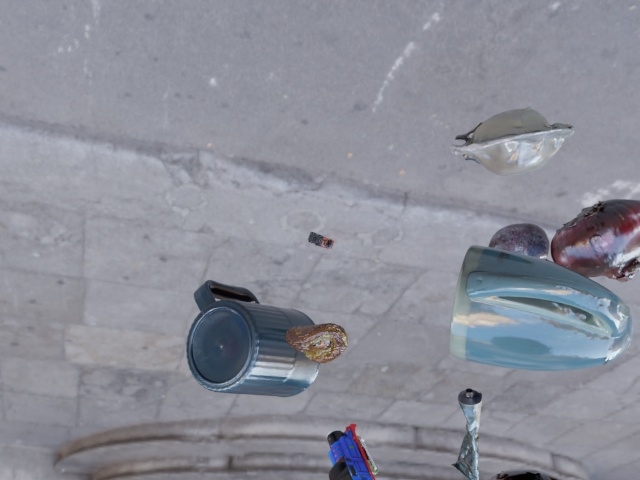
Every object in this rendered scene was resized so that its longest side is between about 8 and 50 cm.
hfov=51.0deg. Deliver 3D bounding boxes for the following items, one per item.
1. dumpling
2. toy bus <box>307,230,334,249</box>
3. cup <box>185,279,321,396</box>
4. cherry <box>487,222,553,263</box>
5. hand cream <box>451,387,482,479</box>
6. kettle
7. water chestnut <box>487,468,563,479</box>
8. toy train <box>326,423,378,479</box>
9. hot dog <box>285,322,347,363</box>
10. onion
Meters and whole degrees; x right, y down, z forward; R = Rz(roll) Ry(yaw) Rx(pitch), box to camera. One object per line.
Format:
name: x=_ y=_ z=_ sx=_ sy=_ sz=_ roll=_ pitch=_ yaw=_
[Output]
dumpling: x=0.462 y=-0.218 z=1.601 sx=0.293 sy=0.204 sz=0.163 roll=-9 pitch=122 yaw=5
toy bus: x=0.000 y=0.000 z=1.774 sx=0.043 sy=0.031 sz=0.110 roll=18 pitch=-177 yaw=-23
cup: x=-0.172 y=0.249 z=1.731 sx=0.242 sy=0.307 sz=0.292 roll=-12 pitch=163 yaw=29
cherry: x=0.627 y=0.032 z=2.128 sx=0.195 sy=0.195 sz=0.195 roll=0 pitch=149 yaw=0
hand cream: x=0.312 y=0.416 z=1.430 sx=0.052 sy=0.075 sz=0.247 roll=-6 pitch=118 yaw=-7
kettle: x=0.449 y=0.144 z=1.354 sx=0.342 sy=0.247 sz=0.319 roll=10 pitch=162 yaw=21
water chestnut: x=0.361 y=0.546 z=1.120 sx=0.300 sy=0.300 sz=0.300 roll=0 pitch=149 yaw=0
toy train: x=0.079 y=0.604 z=1.840 sx=0.131 sy=0.204 sz=0.082 roll=17 pitch=119 yaw=-33
hot dog: x=-0.008 y=0.206 z=1.369 sx=0.099 sy=0.065 sz=0.147 roll=40 pitch=149 yaw=-30
onion: x=0.803 y=0.010 z=1.889 sx=0.314 sy=0.232 sz=0.314 roll=-19 pitch=171 yaw=-3
